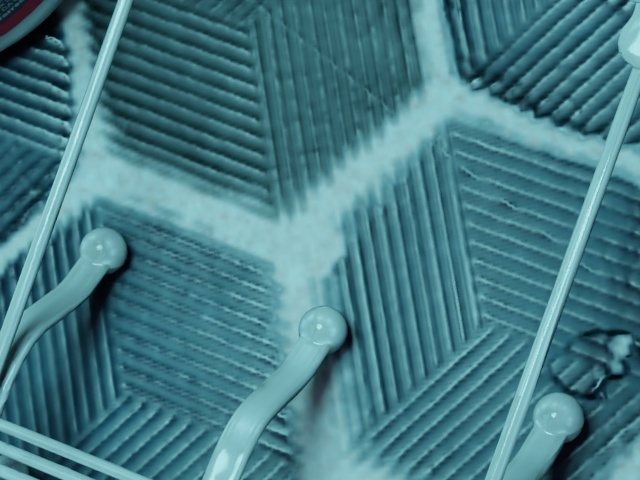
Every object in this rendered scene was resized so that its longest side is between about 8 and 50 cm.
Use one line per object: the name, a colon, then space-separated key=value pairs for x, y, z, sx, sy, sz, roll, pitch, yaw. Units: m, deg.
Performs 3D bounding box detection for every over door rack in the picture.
over door rack: x=0.000 y=0.000 z=0.799 sx=0.239 sy=0.108 sz=0.324 roll=19 pitch=100 yaw=16

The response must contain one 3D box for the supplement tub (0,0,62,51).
supplement tub: x=-0.213 y=-0.185 z=0.803 sx=0.191 sy=0.272 sz=0.191 roll=-2 pitch=81 yaw=14
